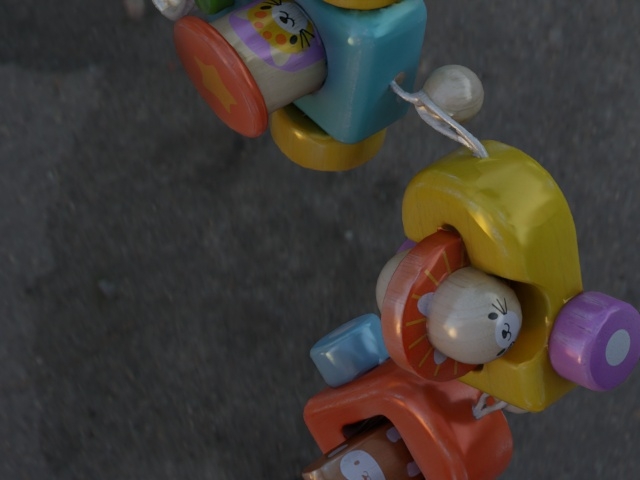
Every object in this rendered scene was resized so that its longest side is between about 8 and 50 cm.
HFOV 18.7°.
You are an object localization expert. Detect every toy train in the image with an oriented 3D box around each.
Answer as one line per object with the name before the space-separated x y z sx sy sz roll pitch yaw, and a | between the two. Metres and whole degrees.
toy train | 0.000 0.000 0.419 0.046 0.125 0.166 -33 99 -31
